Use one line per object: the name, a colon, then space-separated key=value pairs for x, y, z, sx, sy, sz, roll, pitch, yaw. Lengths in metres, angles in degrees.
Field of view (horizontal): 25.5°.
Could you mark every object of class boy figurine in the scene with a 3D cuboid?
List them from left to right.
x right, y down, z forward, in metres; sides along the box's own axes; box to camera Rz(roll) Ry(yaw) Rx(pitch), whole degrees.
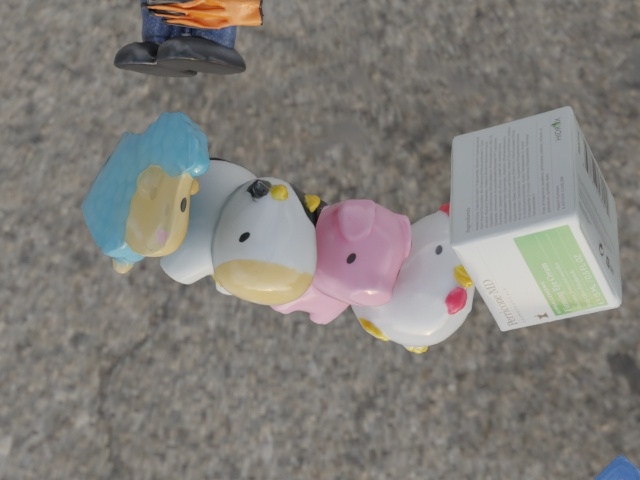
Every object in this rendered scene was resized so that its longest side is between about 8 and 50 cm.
boy figurine: x=-0.098 y=-0.278 z=1.160 sx=0.177 sy=0.092 sz=0.285 roll=4 pitch=89 yaw=38

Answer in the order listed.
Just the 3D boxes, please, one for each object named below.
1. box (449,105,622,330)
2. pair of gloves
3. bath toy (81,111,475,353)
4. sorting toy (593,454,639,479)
box: x=0.143 y=-0.013 z=0.942 sx=0.087 sy=0.102 sz=0.101 roll=-14 pitch=136 yaw=23
pair of gloves: x=-0.071 y=-0.156 z=0.828 sx=0.074 sy=0.010 sz=0.083 roll=2 pitch=139 yaw=2
bath toy: x=0.000 y=0.000 z=1.064 sx=0.348 sy=0.151 sz=0.129 roll=17 pitch=115 yaw=-42
sorting toy: x=0.318 y=0.290 z=1.002 sx=0.196 sy=0.047 sz=0.347 roll=-30 pitch=66 yaw=-1
